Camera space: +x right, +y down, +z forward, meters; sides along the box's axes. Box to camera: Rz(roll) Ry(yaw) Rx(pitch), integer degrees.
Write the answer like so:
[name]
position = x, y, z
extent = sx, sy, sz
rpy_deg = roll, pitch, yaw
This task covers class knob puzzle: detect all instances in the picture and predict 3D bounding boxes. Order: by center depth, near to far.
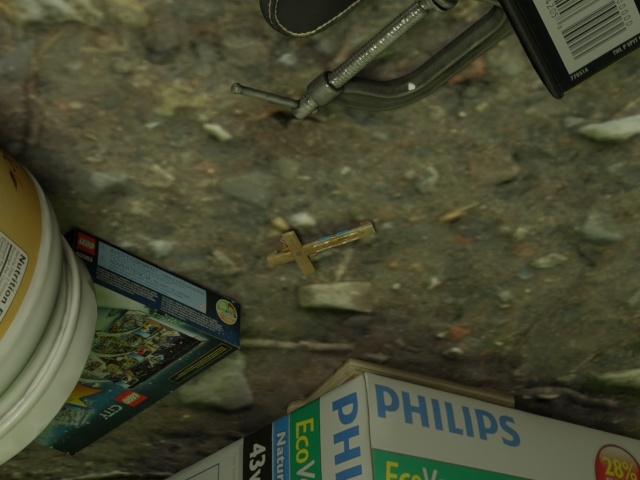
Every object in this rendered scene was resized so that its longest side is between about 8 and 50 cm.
[knob puzzle]
position = 0.055, 0.182, 1.264
extent = 0.213, 0.030, 0.213
rpy_deg = -2, 144, -1

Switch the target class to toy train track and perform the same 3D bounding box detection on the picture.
[toy train track]
position = 0.000, 0.000, 1.027
extent = 0.083, 0.014, 0.048
rpy_deg = -18, 134, 10

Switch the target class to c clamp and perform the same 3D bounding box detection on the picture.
[c clamp]
position = 0.048, -0.114, 0.835
extent = 0.160, 0.022, 0.137
rpy_deg = -34, 153, 32

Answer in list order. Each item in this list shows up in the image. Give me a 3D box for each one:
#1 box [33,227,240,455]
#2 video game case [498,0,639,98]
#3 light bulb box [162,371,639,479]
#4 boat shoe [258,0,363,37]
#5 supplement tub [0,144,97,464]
[box]
position = -0.198, 0.089, 1.108
extent = 0.159, 0.044, 0.233
rpy_deg = 27, 134, -34
[video game case]
position = 0.172, -0.221, 0.660
extent = 0.248, 0.035, 0.275
rpy_deg = -31, 138, 8
[light bulb box]
position = 0.064, 0.308, 1.227
extent = 0.358, 0.225, 0.361
rpy_deg = 17, 145, -35
[boat shoe]
position = 0.024, -0.171, 0.750
extent = 0.075, 0.065, 0.206
rpy_deg = 18, 139, -26
[supplement tub]
position = -0.298, -0.004, 0.821
extent = 0.228, 0.228, 0.316
rpy_deg = -17, 142, 19
